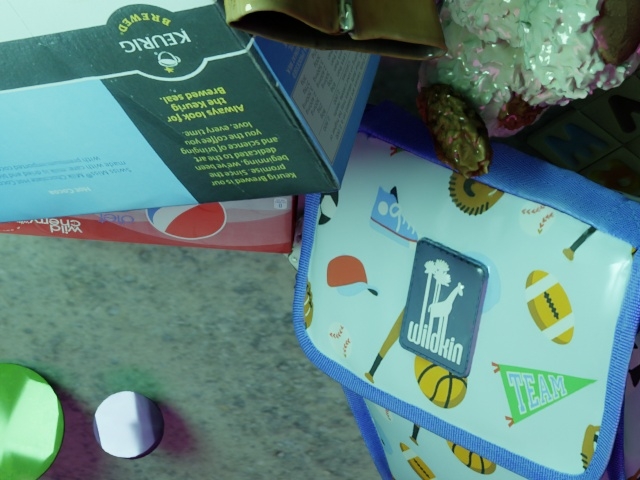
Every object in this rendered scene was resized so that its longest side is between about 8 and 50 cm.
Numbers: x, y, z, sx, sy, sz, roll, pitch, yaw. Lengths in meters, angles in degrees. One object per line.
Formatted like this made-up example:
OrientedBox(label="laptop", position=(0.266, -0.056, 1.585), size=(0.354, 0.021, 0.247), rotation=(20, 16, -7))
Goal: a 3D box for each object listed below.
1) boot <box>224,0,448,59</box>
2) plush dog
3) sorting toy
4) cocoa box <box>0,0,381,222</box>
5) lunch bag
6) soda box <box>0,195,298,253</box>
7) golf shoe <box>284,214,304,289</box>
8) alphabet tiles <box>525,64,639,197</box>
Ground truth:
OrientedBox(label="boot", position=(0.041, -0.240, 0.904), size=(0.096, 0.280, 0.264), rotation=(-20, 167, 42))
OrientedBox(label="plush dog", position=(0.138, -0.162, 1.109), size=(0.211, 0.262, 0.225), rotation=(36, 130, 14))
OrientedBox(label="sorting toy", position=(-0.334, 0.195, 1.673), size=(0.366, 0.127, 0.126), rotation=(-2, 169, 4))
OrientedBox(label="cocoa box", position=(-0.152, -0.168, 1.042), size=(0.347, 0.231, 0.228), rotation=(-4, 140, 28))
OrientedBox(label="lunch bag", position=(0.165, 0.086, 1.272), size=(0.328, 0.239, 0.385), rotation=(25, 148, 39))
OrientedBox(label="soda box", position=(-0.149, -0.055, 1.341), size=(0.263, 0.083, 0.092), rotation=(3, 140, 1))
OrientedBox(label="golf shoe", position=(0.000, 0.000, 1.408), size=(0.086, 0.069, 0.176), rotation=(3, 140, 12))
OrientedBox(label="alphabet tiles", position=(0.344, -0.089, 1.306), size=(0.342, 0.011, 0.285), rotation=(33, 133, -30))
